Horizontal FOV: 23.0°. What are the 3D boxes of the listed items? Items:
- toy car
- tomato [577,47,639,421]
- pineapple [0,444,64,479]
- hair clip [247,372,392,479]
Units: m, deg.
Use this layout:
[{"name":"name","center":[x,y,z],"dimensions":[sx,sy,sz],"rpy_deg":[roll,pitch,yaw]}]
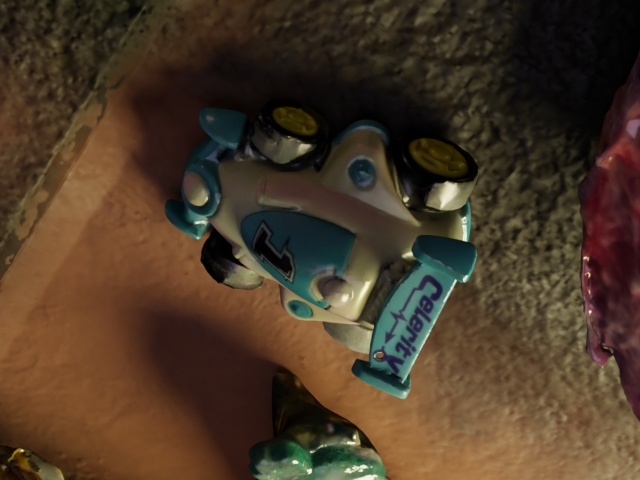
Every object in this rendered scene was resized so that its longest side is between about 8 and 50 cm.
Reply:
[{"name":"toy car","center":[0.000,0.000,0.819],"dimensions":[0.161,0.098,0.126],"rpy_deg":[20,121,-9]},{"name":"tomato","center":[0.278,0.007,0.741],"dimensions":[0.289,0.176,0.335],"rpy_deg":[-38,81,48]},{"name":"pineapple","center":[-0.233,0.208,0.979],"dimensions":[0.334,0.158,0.161],"rpy_deg":[-10,161,17]},{"name":"hair clip","center":[0.025,0.227,0.986],"dimensions":[0.095,0.110,0.359],"rpy_deg":[24,140,40]}]
